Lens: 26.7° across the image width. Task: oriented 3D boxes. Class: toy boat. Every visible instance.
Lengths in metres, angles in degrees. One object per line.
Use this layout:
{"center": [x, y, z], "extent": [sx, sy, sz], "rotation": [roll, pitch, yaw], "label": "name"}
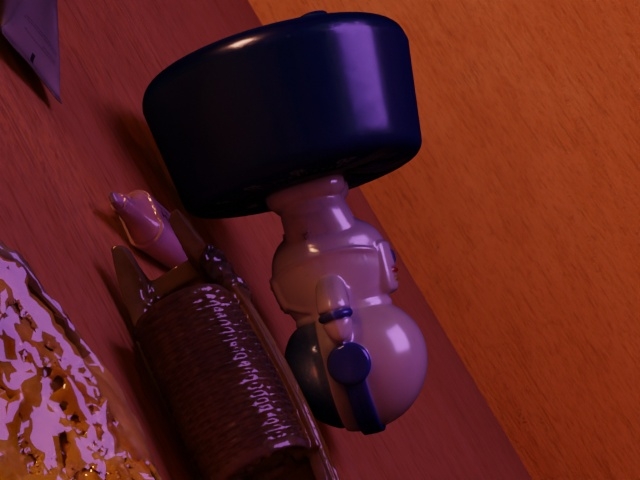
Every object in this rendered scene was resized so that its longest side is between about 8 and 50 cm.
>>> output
{"center": [-0.059, 0.115, 0.926], "extent": [0.310, 0.089, 0.115], "rotation": [63, 1, 29], "label": "toy boat"}

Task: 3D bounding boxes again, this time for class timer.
{"center": [0.000, 0.000, 1.302], "extent": [0.270, 0.270, 0.384], "rotation": [19, 55, -76], "label": "timer"}

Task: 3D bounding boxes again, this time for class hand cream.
{"center": [-0.247, -0.201, 1.134], "extent": [0.087, 0.054, 0.186], "rotation": [56, 14, -45], "label": "hand cream"}

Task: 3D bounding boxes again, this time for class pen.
{"center": [-0.131, -0.003, 1.134], "extent": [0.053, 0.032, 0.197], "rotation": [63, 8, 25], "label": "pen"}

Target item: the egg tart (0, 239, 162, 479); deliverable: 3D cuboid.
{"center": [-0.145, 0.098, 0.494], "extent": [0.291, 0.107, 0.291], "rotation": [51, 11, -14], "label": "egg tart"}
